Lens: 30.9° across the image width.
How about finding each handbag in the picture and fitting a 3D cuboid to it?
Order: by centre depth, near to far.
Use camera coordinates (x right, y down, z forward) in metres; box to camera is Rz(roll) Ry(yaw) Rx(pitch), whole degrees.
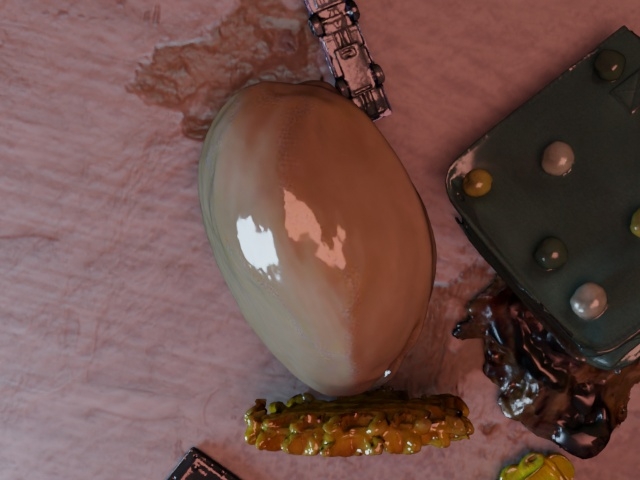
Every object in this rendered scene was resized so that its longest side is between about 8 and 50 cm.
[{"bbox_3d":[0.284,-0.048,1.138,0.274,0.100,0.268,-40,61,6],"label":"handbag"}]

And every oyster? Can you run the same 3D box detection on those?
[{"bbox_3d":[0.321,0.059,1.234,0.221,0.096,0.361,38,98,-16],"label":"oyster"}]

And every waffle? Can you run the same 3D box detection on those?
[{"bbox_3d":[0.037,0.181,1.166,0.232,0.228,0.051,-2,91,2],"label":"waffle"}]

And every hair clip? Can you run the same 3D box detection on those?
[{"bbox_3d":[0.208,0.297,1.287,0.173,0.046,0.072,-41,103,5],"label":"hair clip"}]

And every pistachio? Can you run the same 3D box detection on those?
[{"bbox_3d":[0.000,0.000,1.139,0.226,0.208,0.331,-21,101,22],"label":"pistachio"}]

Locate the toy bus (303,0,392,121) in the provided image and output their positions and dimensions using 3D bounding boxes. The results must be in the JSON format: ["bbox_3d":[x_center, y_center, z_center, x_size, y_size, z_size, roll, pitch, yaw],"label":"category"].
[{"bbox_3d":[0.025,-0.193,1.180,0.051,0.061,0.153,-23,102,-1],"label":"toy bus"}]

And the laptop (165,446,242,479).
[{"bbox_3d":[-0.145,0.332,1.285,0.129,0.016,0.180,37,94,-10],"label":"laptop"}]
